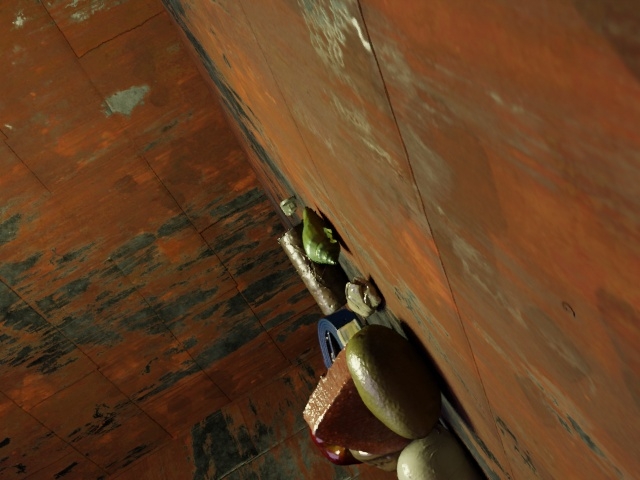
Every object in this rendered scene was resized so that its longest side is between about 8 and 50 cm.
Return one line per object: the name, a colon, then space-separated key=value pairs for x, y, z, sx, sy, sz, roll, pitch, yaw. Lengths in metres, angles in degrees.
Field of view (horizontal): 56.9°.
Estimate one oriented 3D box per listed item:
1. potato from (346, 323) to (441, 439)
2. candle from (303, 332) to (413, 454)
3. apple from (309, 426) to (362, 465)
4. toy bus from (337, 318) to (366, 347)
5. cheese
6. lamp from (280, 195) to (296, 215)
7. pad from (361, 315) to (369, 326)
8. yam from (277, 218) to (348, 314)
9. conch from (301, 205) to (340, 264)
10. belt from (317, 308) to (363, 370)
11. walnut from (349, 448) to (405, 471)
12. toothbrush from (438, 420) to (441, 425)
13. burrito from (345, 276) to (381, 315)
potato: x=0.150 y=0.286 z=1.179 sx=0.251 sy=0.159 sz=0.174 roll=48 pitch=-164 yaw=20
candle: x=0.104 y=0.384 z=1.401 sx=0.131 sy=0.287 sz=0.316 roll=-129 pitch=25 yaw=-60
apple: x=0.100 y=0.586 z=1.937 sx=0.288 sy=0.288 sz=0.317 roll=59 pitch=-172 yaw=1
toy bus: x=0.141 y=0.369 z=1.987 sx=0.092 sy=0.106 sz=0.268 roll=59 pitch=178 yaw=41
cheese: x=0.277 y=0.544 z=1.380 sx=0.198 sy=0.189 sz=0.154 roll=56 pitch=144 yaw=19
lamp: x=-0.108 y=-0.124 z=1.906 sx=0.056 sy=0.050 sz=0.198 roll=60 pitch=176 yaw=6
pad: x=0.202 y=0.362 z=1.984 sx=0.158 sy=0.003 sz=0.235 roll=54 pitch=173 yaw=49
yam: x=-0.013 y=0.076 z=1.748 sx=0.279 sy=0.131 sz=0.131 roll=58 pitch=175 yaw=-3
conch: x=0.002 y=-0.002 z=1.403 sx=0.095 sy=0.080 sz=0.200 roll=47 pitch=-161 yaw=-30
belt: x=0.109 y=0.435 z=2.206 sx=0.212 sy=0.117 sz=0.346 roll=-12 pitch=97 yaw=58
walnut: x=0.191 y=0.525 z=1.667 sx=0.227 sy=0.273 sz=0.273 roll=-1 pitch=-132 yaw=-44
toothbrush: x=0.252 y=0.414 z=1.580 sx=0.364 sy=0.041 sz=0.041 roll=58 pitch=175 yaw=16
burrito: x=0.097 y=0.137 z=1.368 sx=0.082 sy=0.059 sz=0.275 roll=44 pitch=173 yaw=10
